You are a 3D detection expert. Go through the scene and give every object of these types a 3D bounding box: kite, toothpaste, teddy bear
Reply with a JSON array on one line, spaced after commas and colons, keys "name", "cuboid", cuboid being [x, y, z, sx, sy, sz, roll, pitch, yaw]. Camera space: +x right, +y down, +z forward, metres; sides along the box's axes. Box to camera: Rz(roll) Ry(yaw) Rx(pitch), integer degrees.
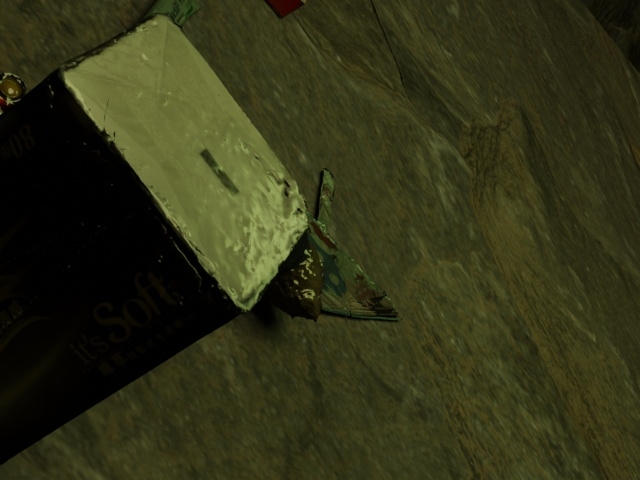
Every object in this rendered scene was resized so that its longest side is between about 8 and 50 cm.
[{"name": "kite", "cuboid": [0.000, 0.000, 1.772, 0.335, 0.011, 0.314, 47, 27, -21]}, {"name": "toothpaste", "cuboid": [-0.195, -0.294, 1.740, 0.064, 0.041, 0.218, 60, 22, -19]}, {"name": "teddy bear", "cuboid": [-0.073, -0.014, 1.528, 0.251, 0.129, 0.182, 47, 43, -24]}]

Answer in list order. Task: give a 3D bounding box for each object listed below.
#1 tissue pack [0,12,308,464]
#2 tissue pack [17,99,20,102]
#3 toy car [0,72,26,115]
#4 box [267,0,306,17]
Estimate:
[{"name": "tissue pack", "cuboid": [-0.204, 0.020, 1.002, 0.210, 0.370, 0.198, 54, 28, -4]}, {"name": "tissue pack", "cuboid": [-0.175, -0.035, 1.262, 0.228, 0.128, 0.311, 56, 0, -1]}, {"name": "toy car", "cuboid": [-0.347, -0.111, 1.221, 0.139, 0.112, 0.112, 38, 47, -15]}, {"name": "box", "cuboid": [-0.057, -0.442, 2.122, 0.123, 0.050, 0.229, 50, 27, -17]}]
